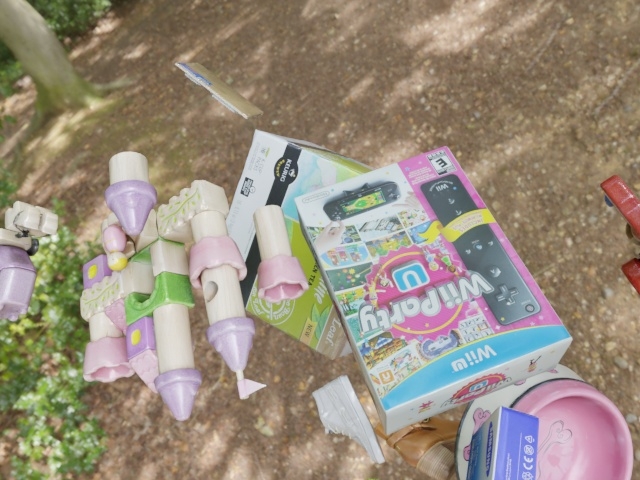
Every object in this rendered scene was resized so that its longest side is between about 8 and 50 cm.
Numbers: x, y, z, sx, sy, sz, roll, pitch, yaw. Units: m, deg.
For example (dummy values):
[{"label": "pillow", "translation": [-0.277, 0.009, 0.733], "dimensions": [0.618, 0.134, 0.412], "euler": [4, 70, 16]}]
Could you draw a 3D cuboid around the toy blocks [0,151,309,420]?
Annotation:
[{"label": "toy blocks", "translation": [-0.203, 0.094, 0.749], "dimensions": [0.288, 0.309, 0.260], "euler": [-30, 59, 29]}]

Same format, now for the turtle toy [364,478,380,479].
[{"label": "turtle toy", "translation": [0.085, 0.440, 1.035], "dimensions": [0.095, 0.066, 0.130], "euler": [-39, -2, 11]}]

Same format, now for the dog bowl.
[{"label": "dog bowl", "translation": [0.513, 0.481, 1.408], "dimensions": [0.408, 0.408, 0.150], "euler": [-49, 14, -11]}]

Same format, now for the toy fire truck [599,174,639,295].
[{"label": "toy fire truck", "translation": [0.677, -0.018, 1.299], "dimensions": [0.169, 0.302, 0.254], "euler": [-37, 72, 23]}]

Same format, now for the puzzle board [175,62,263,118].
[{"label": "puzzle board", "translation": [-0.149, -0.222, 0.938], "dimensions": [0.011, 0.128, 0.096], "euler": [-53, 2, 18]}]

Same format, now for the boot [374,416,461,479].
[{"label": "boot", "translation": [0.290, 0.486, 1.641], "dimensions": [0.220, 0.109, 0.283], "euler": [29, 40, 28]}]

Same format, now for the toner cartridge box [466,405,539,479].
[{"label": "toner cartridge box", "translation": [0.287, 0.471, 1.046], "dimensions": [0.165, 0.075, 0.348], "euler": [103, -174, -53]}]

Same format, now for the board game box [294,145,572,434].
[{"label": "board game box", "translation": [0.123, 0.048, 0.778], "dimensions": [0.223, 0.098, 0.303], "euler": [-20, 58, -6]}]

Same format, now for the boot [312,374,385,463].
[{"label": "boot", "translation": [0.074, 0.512, 1.746], "dimensions": [0.123, 0.095, 0.258], "euler": [-27, 66, -1]}]

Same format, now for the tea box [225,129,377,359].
[{"label": "tea box", "translation": [0.000, 0.000, 1.228], "dimensions": [0.323, 0.220, 0.329], "euler": [25, 102, 26]}]
